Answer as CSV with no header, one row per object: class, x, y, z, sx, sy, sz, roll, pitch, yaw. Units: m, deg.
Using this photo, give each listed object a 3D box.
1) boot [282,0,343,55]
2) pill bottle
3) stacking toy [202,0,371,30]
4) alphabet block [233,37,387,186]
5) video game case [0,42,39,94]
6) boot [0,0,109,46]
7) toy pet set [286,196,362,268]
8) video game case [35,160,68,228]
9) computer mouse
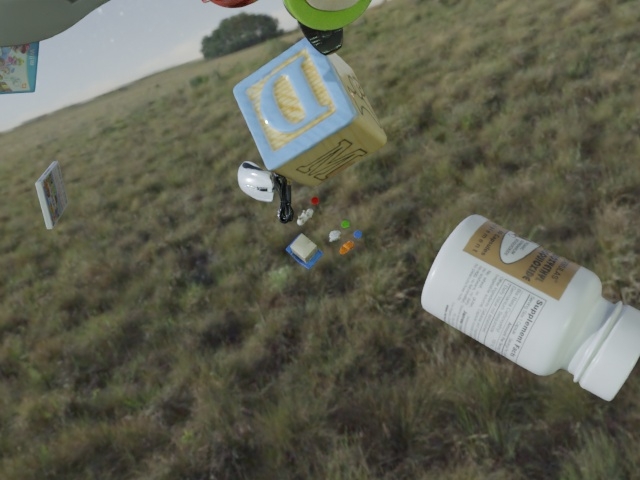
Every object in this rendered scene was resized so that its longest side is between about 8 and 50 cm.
boot,-0.016,-0.396,1.239,0.076,0.198,0.137,-22,-10,-4
pill bottle,0.243,0.076,0.790,0.229,0.131,0.131,30,40,22
stacking toy,0.004,-0.369,0.811,0.309,0.279,0.130,-49,40,25
alphabet block,-0.015,-0.236,1.326,0.193,0.193,0.197,-28,-16,18
video game case,-0.504,-0.275,1.052,0.015,0.119,0.166,34,32,28
boot,-0.309,-0.326,0.810,0.258,0.124,0.095,-21,-16,8
toy pet set,0.000,0.000,1.349,0.114,0.122,0.065,-48,-14,-10
video game case,-0.479,-0.083,1.253,0.011,0.087,0.122,-6,24,-4
computer mouse,-0.125,-0.111,1.458,0.042,0.106,0.193,-22,32,-32
